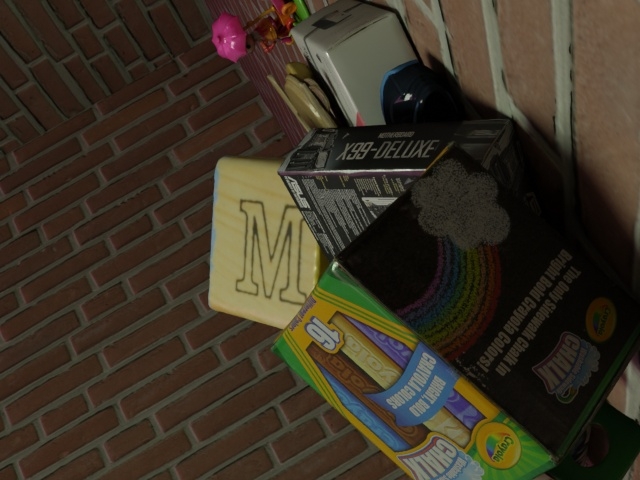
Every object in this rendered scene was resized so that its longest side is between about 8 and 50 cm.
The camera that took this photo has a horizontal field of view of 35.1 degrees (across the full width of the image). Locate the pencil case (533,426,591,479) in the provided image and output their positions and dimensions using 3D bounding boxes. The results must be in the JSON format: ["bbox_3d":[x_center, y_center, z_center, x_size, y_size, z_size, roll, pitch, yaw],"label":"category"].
[{"bbox_3d":[0.258,0.237,1.316,0.183,0.160,0.410,42,170,26],"label":"pencil case"}]

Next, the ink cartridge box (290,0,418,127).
[{"bbox_3d":[0.054,-0.191,1.193,0.159,0.092,0.218,61,180,-21],"label":"ink cartridge box"}]

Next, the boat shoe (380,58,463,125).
[{"bbox_3d":[0.127,-0.063,1.080,0.258,0.109,0.089,59,175,-32],"label":"boat shoe"}]

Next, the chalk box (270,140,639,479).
[{"bbox_3d":[0.137,0.100,0.852,0.289,0.180,0.179,43,146,5],"label":"chalk box"}]

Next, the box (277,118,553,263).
[{"bbox_3d":[0.124,0.024,1.028,0.242,0.076,0.307,2,132,42],"label":"box"}]

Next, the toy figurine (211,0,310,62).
[{"bbox_3d":[-0.105,-0.357,1.698,0.130,0.159,0.173,59,178,18],"label":"toy figurine"}]

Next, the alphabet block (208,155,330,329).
[{"bbox_3d":[0.000,0.000,1.214,0.197,0.192,0.194,10,100,47],"label":"alphabet block"}]

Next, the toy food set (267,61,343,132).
[{"bbox_3d":[0.001,-0.161,1.235,0.132,0.038,0.192,53,176,-19],"label":"toy food set"}]

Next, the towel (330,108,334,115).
[{"bbox_3d":[0.104,-0.109,1.708,0.282,0.049,0.187,59,177,39],"label":"towel"}]
